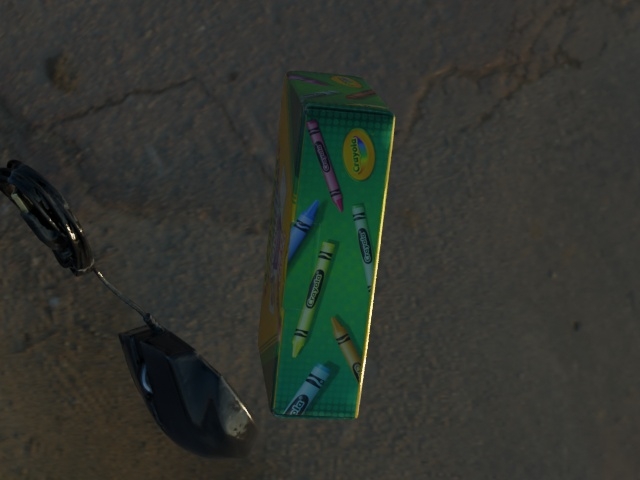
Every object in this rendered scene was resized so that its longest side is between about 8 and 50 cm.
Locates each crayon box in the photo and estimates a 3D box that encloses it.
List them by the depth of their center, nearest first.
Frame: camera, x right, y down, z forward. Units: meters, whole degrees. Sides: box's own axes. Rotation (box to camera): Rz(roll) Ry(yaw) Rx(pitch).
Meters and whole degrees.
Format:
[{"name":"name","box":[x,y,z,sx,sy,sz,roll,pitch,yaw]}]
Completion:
[{"name":"crayon box","box":[0.000,0.000,1.084,0.081,0.165,0.278,4,107,-8]}]

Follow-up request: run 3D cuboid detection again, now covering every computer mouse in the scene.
[{"name":"computer mouse","box":[-0.108,0.051,0.665,0.041,0.071,0.242,-47,125,-17]}]
